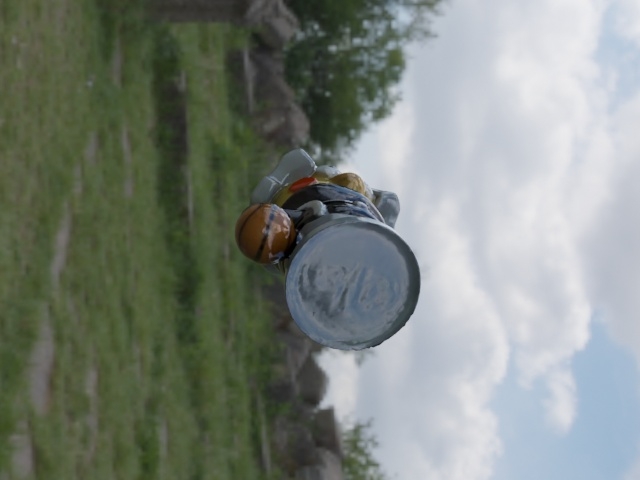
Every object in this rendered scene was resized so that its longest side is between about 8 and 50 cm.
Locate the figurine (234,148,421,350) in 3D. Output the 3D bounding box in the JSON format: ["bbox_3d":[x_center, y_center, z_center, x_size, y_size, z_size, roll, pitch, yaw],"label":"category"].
[{"bbox_3d":[0.000,0.000,1.057,0.133,0.176,0.236,-60,-166,12],"label":"figurine"}]
